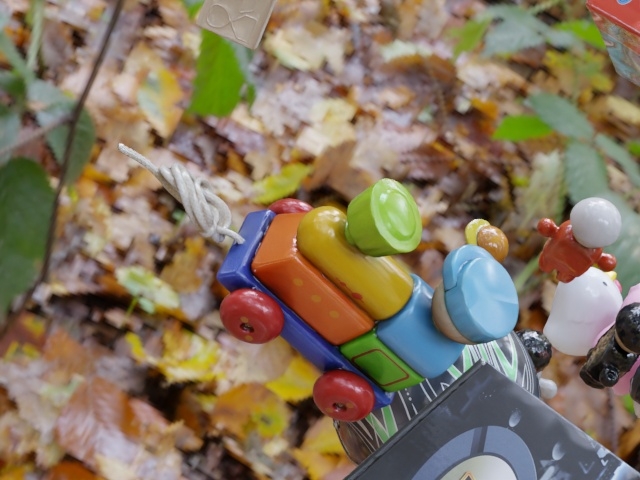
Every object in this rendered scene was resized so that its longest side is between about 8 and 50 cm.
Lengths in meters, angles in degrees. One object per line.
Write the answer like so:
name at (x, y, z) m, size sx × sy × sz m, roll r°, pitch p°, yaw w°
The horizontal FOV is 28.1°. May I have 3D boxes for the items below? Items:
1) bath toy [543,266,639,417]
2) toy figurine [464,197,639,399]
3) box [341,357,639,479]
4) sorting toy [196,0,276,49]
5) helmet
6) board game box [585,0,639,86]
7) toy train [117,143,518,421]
bath toy at (0.397, 0.117, 1.547) m, size 0.151 × 0.129 × 0.348 m, roll -20°, pitch 26°, yaw -18°
toy figurine at (0.255, 0.068, 1.425) m, size 0.209 × 0.148 × 0.213 m, roll -7°, pitch 66°, yaw -17°
box at (0.070, 0.149, 0.462) m, size 0.077 × 0.147 × 0.180 m, roll 56°, pitch -11°, yaw -34°
sorting toy at (-0.066, -0.213, 1.106) m, size 0.062 × 0.083 × 0.012 m, roll 25°, pitch 9°, yaw 12°
helmet at (0.094, 0.127, 1.004) m, size 0.169 × 0.169 × 0.161 m, roll 10°, pitch 13°, yaw -31°
board game box at (0.367, -0.297, 1.154) m, size 0.064 × 0.316 × 0.242 m, roll 35°, pitch 6°, yaw 20°
toy train at (0.000, 0.000, 0.807) m, size 0.248 × 0.143 × 0.105 m, roll 43°, pitch 46°, yaw -22°
